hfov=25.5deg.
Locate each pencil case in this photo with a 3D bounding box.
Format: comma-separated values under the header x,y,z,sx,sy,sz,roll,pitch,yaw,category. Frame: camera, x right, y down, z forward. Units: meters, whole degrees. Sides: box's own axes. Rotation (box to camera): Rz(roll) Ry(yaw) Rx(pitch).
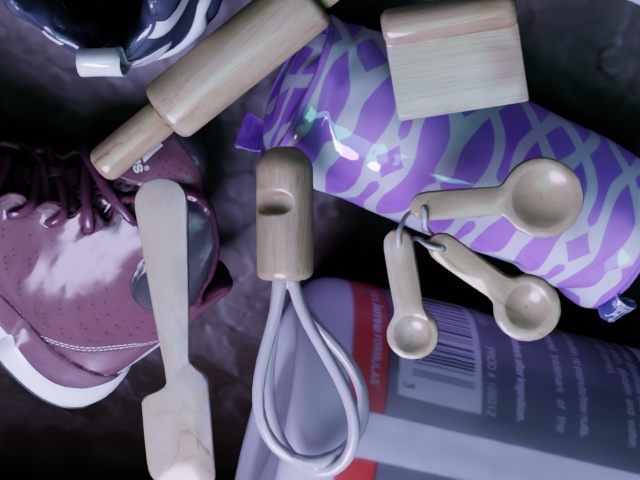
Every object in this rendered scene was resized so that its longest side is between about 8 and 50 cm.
x,y,z,sx,sy,sz,roll,pitch,yaw,category
0.069,-0.036,0.700,0.206,0.086,0.088,25,152,-14,pencil case

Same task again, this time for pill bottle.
x,y,z,sx,sy,sz,roll,pitch,yaw,category
0.141,0.158,0.764,0.363,0.210,0.210,14,128,-7,pill bottle

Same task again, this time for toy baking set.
x,y,z,sx,sy,sz,roll,pitch,yaw,category
-0.003,-0.006,0.623,0.256,0.030,0.197,-33,91,7,toy baking set

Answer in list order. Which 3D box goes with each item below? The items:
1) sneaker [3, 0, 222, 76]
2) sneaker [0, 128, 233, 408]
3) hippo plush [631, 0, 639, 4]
x,y,z,sx,sy,sz,roll,pitch,yaw,category
-0.087,-0.170,0.535,0.094,0.153,0.235,4,114,2,sneaker
-0.147,-0.040,0.707,0.162,0.106,0.281,-30,131,17,sneaker
0.301,0.000,0.592,0.234,0.237,0.294,-27,123,35,hippo plush
